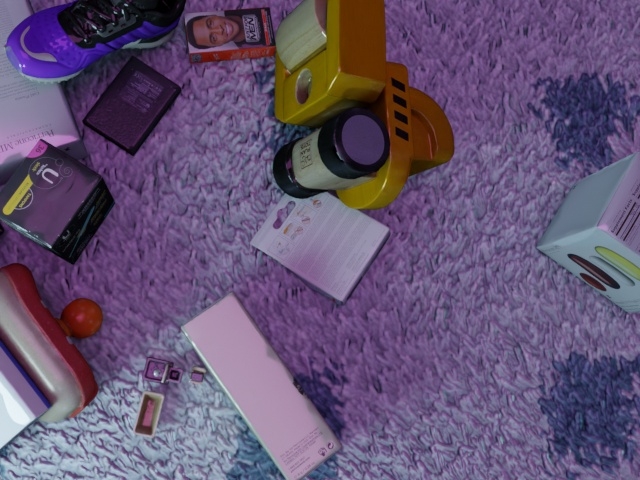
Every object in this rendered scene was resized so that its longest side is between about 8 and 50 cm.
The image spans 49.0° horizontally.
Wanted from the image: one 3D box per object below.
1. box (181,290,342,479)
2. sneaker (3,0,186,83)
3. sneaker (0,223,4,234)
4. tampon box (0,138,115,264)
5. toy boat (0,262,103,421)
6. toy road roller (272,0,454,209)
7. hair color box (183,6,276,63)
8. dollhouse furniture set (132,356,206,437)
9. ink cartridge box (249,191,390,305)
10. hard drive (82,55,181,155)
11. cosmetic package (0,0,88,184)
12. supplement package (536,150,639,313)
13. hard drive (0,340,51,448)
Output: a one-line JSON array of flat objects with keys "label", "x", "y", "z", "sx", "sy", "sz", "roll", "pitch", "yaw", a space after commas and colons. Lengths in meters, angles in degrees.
[{"label": "box", "x": -0.090, "y": 0.214, "z": 1.032, "sx": 0.094, "sy": 0.113, "sz": 0.275, "roll": -35, "pitch": 89, "yaw": -14}, {"label": "sneaker", "x": -0.313, "y": -0.330, "z": 1.018, "sx": 0.293, "sy": 0.146, "sz": 0.102, "roll": -36, "pitch": 96, "yaw": -38}, {"label": "sneaker", "x": -0.503, "y": 0.001, "z": 0.974, "sx": 0.077, "sy": 0.178, "sz": 0.072, "roll": -33, "pitch": 98, "yaw": -2}, {"label": "tampon box", "x": -0.377, "y": -0.051, "z": 1.003, "sx": 0.102, "sy": 0.161, "sz": 0.120, "roll": 32, "pitch": 76, "yaw": -3}, {"label": "toy boat", "x": -0.380, "y": 0.131, "z": 1.000, "sx": 0.151, "sy": 0.151, "sz": 0.231, "roll": -35, "pitch": 88, "yaw": -43}, {"label": "toy road roller", "x": 0.069, "y": -0.211, "z": 1.084, "sx": 0.241, "sy": 0.203, "sz": 0.329, "roll": 2, "pitch": 81, "yaw": -30}, {"label": "hair color box", "x": -0.149, "y": -0.336, "z": 1.150, "sx": 0.141, "sy": 0.043, "sz": 0.071, "roll": -9, "pitch": 83, "yaw": -10}, {"label": "dollhouse furniture set", "x": -0.224, "y": 0.234, "z": 1.020, "sx": 0.091, "sy": 0.081, "sz": 0.114, "roll": 14, "pitch": 78, "yaw": -7}, {"label": "ink cartridge box", "x": 0.000, "y": 0.000, "z": 1.129, "sx": 0.179, "sy": 0.045, "sz": 0.145, "roll": 31, "pitch": 77, "yaw": 16}, {"label": "hard drive", "x": -0.299, "y": -0.214, "z": 1.115, "sx": 0.094, "sy": 0.022, "sz": 0.135, "roll": 33, "pitch": 77, "yaw": -3}, {"label": "cosmetic package", "x": -0.577, "y": -0.202, "z": 1.029, "sx": 0.378, "sy": 0.097, "sz": 0.284, "roll": -20, "pitch": 82, "yaw": -12}, {"label": "supplement package", "x": 0.503, "y": -0.003, "z": 1.123, "sx": 0.203, "sy": 0.194, "sz": 0.149, "roll": 35, "pitch": 76, "yaw": -2}, {"label": "hard drive", "x": -0.525, "y": 0.155, "z": 0.947, "sx": 0.210, "sy": 0.040, "sz": 0.318, "roll": -39, "pitch": 88, "yaw": 25}]
